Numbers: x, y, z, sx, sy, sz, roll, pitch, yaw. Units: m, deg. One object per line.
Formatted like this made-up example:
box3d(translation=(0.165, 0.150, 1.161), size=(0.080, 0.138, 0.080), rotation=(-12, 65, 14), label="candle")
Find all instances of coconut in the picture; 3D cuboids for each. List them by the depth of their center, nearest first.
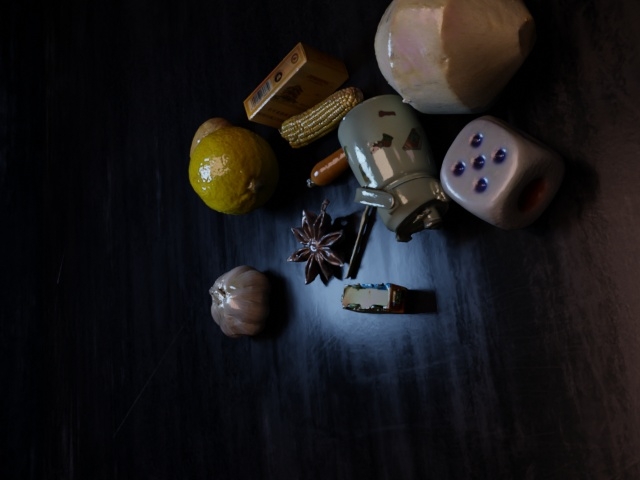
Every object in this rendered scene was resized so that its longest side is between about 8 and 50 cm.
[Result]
box3d(translation=(0.309, -0.454, 1.583), size=(0.353, 0.353, 0.352), rotation=(-10, 76, 44), label="coconut")

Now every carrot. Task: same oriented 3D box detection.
box3d(translation=(0.079, -0.240, 1.951), size=(0.336, 0.069, 0.069), rotation=(-36, 59, 32), label="carrot")

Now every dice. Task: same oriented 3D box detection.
box3d(translation=(0.392, -0.145, 1.522), size=(0.192, 0.193, 0.194), rotation=(45, 116, 41), label="dice")

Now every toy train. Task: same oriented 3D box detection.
box3d(translation=(0.137, 0.147, 1.798), size=(0.188, 0.099, 0.072), rotation=(-5, 76, 46), label="toy train")

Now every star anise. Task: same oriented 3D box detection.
box3d(translation=(0.000, 0.000, 1.974), size=(0.230, 0.081, 0.262), rotation=(36, 119, 43), label="star anise")

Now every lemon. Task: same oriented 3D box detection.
box3d(translation=(-0.261, -0.212, 2.150), size=(0.293, 0.293, 0.293), rotation=(-10, 76, 44), label="lemon")

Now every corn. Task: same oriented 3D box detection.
box3d(translation=(0.006, -0.354, 2.025), size=(0.292, 0.101, 0.101), rotation=(-26, 65, 36), label="corn")

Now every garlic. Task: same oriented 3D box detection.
box3d(translation=(-0.249, 0.185, 2.148), size=(0.228, 0.152, 0.227), rotation=(-8, 78, 39), label="garlic")

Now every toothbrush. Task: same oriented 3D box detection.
box3d(translation=(0.115, -0.031, 1.904), size=(0.028, 0.026, 0.294), rotation=(26, 102, 29), label="toothbrush")

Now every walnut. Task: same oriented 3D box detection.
box3d(translation=(-0.342, -0.307, 2.326), size=(0.165, 0.165, 0.197), rotation=(35, 108, 43), label="walnut")

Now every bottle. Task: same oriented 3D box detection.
box3d(translation=(0.188, -0.156, 1.730), size=(0.229, 0.229, 0.351), rotation=(-38, 61, 35), label="bottle")

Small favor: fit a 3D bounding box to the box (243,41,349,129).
box3d(translation=(-0.072, -0.439, 2.060), size=(0.274, 0.174, 0.076), rotation=(-38, 59, 36), label="box")
